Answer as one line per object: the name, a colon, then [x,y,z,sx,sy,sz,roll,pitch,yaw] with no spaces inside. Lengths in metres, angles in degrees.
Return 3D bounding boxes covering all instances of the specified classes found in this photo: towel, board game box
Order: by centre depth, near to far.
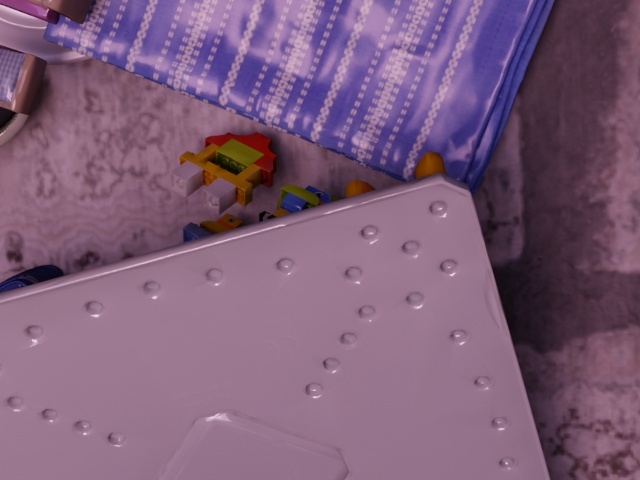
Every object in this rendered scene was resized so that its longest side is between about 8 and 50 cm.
board game box: [-0.049,0.152,0.781,0.390,0.050,0.390,-15,124,9]
towel: [-0.007,-0.191,0.793,0.336,0.040,0.243,21,105,0]

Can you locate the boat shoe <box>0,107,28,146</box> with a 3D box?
boat shoe: [-0.395,-0.135,0.883,0.340,0.113,0.127,11,69,16]

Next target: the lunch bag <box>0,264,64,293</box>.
lunch bag: [-0.253,0.068,0.927,0.098,0.065,0.067,-29,92,18]

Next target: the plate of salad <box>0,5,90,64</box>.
plate of salad: [-0.207,-0.231,0.841,0.199,0.048,0.200,-1,109,-2]

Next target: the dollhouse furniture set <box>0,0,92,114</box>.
dollhouse furniture set: [-0.341,-0.102,0.720,0.286,0.198,0.303,21,94,6]

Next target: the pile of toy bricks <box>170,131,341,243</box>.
pile of toy bricks: [0.000,0.000,0.829,0.212,0.105,0.118,28,137,25]
